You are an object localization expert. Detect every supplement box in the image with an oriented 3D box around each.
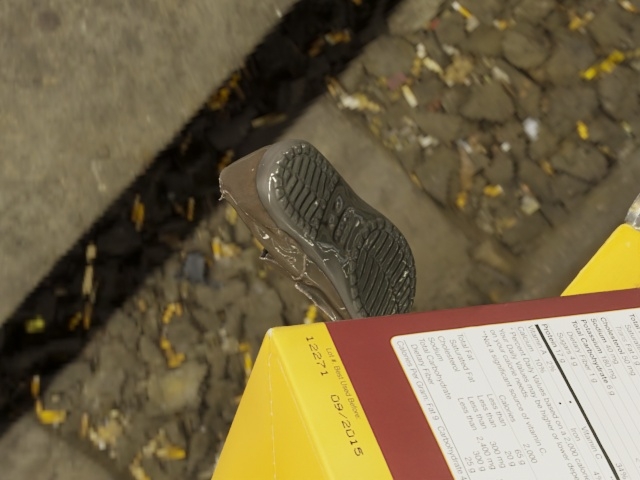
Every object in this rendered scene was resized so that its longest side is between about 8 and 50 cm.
[{"bbox_3d":[0.067,0.129,0.576,0.194,0.129,0.191,-5,140,-24],"label":"supplement box"}]

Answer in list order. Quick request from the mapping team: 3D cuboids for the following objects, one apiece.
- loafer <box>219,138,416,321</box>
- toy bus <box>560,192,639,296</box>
[{"bbox_3d":[0.000,0.000,1.197,0.220,0.078,0.080,54,55,-40],"label":"loafer"},{"bbox_3d":[0.279,0.060,1.403,0.333,0.108,0.130,-49,158,-13],"label":"toy bus"}]
